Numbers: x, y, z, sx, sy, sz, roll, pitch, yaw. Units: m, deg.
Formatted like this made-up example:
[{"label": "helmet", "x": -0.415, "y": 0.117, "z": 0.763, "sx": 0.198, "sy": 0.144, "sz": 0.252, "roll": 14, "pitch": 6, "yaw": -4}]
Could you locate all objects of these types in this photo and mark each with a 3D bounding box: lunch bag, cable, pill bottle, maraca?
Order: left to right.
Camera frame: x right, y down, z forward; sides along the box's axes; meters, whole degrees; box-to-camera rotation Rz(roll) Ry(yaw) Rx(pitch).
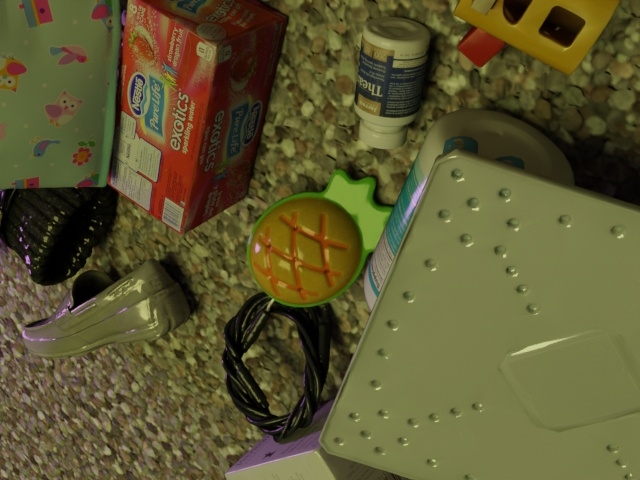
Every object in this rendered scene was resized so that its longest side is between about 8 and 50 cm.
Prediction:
[{"label": "lunch bag", "x": -0.336, "y": -0.191, "z": 1.124, "sx": 0.160, "sy": 0.224, "sz": 0.262, "roll": 55, "pitch": 141, "yaw": 42}, {"label": "cable", "x": -0.058, "y": 0.153, "z": 1.281, "sx": 0.151, "sy": 0.047, "sz": 0.184, "roll": 0, "pitch": 82, "yaw": 27}, {"label": "maraca", "x": 0.000, "y": 0.000, "z": 1.170, "sx": 0.186, "sy": 0.099, "sz": 0.127, "roll": -35, "pitch": 96, "yaw": 20}, {"label": "pill bottle", "x": 0.068, "y": -0.155, "z": 1.038, "sx": 0.067, "sy": 0.067, "sz": 0.120, "roll": 25, "pitch": 128, "yaw": 26}, {"label": "pill bottle", "x": 0.132, "y": 0.012, "z": 1.029, "sx": 0.146, "sy": 0.146, "sz": 0.264, "roll": 36, "pitch": 133, "yaw": 17}]

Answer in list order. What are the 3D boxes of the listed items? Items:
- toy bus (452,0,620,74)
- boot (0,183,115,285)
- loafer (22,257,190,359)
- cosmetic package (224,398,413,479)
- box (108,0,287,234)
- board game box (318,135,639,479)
[{"label": "toy bus", "x": 0.154, "y": -0.224, "z": 0.875, "sx": 0.202, "sy": 0.104, "sz": 0.191, "roll": -10, "pitch": 123, "yaw": 27}, {"label": "boot", "x": -0.443, "y": -0.016, "z": 1.495, "sx": 0.260, "sy": 0.131, "sz": 0.348, "roll": 40, "pitch": 133, "yaw": 15}, {"label": "loafer", "x": -0.315, "y": 0.096, "z": 1.480, "sx": 0.320, "sy": 0.112, "sz": 0.111, "roll": -16, "pitch": 99, "yaw": 36}, {"label": "cosmetic package", "x": 0.016, "y": 0.293, "z": 1.284, "sx": 0.184, "sy": 0.151, "sz": 0.151, "roll": -25, "pitch": 97, "yaw": 44}, {"label": "box", "x": -0.144, "y": -0.153, "z": 1.174, "sx": 0.128, "sy": 0.123, "sz": 0.256, "roll": 33, "pitch": 131, "yaw": 20}, {"label": "board game box", "x": 0.233, "y": 0.114, "z": 0.960, "sx": 0.390, "sy": 0.050, "sz": 0.389, "roll": 17, "pitch": 129, "yaw": -2}]
